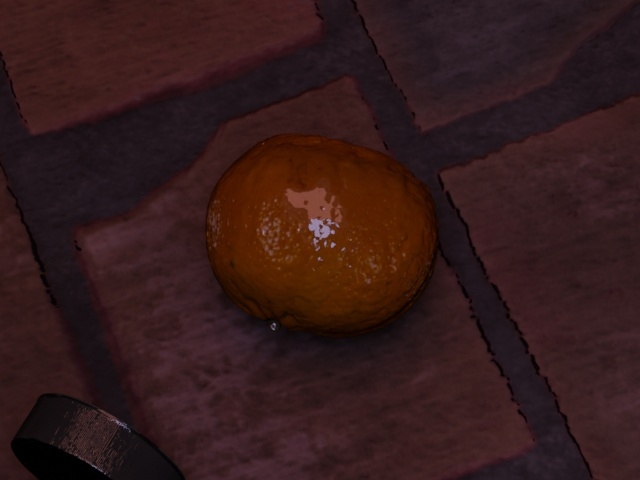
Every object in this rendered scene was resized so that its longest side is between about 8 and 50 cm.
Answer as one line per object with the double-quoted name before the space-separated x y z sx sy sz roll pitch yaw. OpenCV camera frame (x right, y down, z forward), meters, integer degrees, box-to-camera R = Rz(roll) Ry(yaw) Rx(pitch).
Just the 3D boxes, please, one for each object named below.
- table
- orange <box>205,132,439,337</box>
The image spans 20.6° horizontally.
"table" -0.171 0.173 1.354 0.133 0.133 0.043 24 64 17
"orange" 0.000 0.000 1.425 0.193 0.193 0.161 12 85 11
